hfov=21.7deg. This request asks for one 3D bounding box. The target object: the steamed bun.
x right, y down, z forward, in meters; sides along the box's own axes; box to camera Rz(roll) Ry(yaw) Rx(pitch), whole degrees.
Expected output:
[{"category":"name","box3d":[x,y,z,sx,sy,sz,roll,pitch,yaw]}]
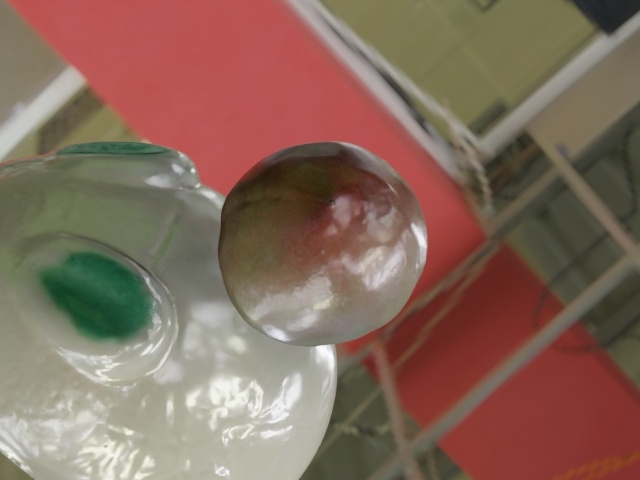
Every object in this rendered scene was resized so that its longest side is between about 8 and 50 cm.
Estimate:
[{"category":"steamed bun","box3d":[-0.086,0.040,0.827,0.131,0.228,0.177,-40,-153,35]}]

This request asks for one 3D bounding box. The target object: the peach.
[{"category":"peach","box3d":[0.001,0.000,0.635,0.083,0.083,0.083,-37,-158,18]}]
